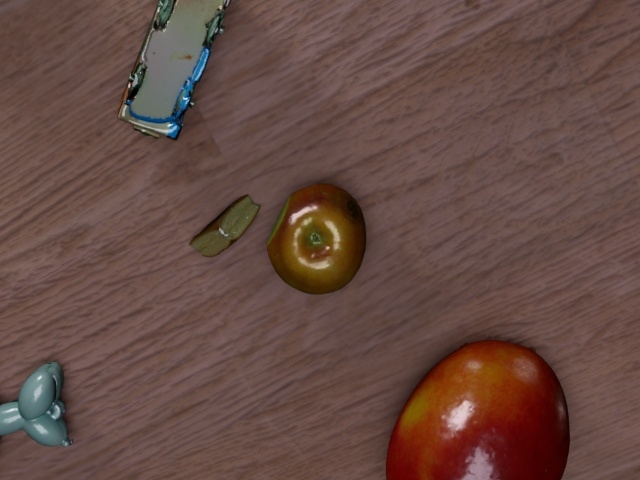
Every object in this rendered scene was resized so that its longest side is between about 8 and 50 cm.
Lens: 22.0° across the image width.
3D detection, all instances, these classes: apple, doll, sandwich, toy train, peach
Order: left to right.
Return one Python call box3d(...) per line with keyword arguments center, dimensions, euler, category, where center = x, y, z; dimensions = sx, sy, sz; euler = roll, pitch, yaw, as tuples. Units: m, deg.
box3d(center=(-0.343, 0.181, 1.756), dimensions=(0.158, 0.059, 0.159), euler=(-41, 97, 7), category="doll")
box3d(center=(-0.144, -0.194, 1.666), dimensions=(0.072, 0.099, 0.188), euler=(21, 99, -7), category="toy train")
box3d(center=(-0.100, -0.011, 1.729), dimensions=(0.083, 0.044, 0.031), euler=(-44, 103, 10), category="sandwich")
box3d(center=(0.000, 0.000, 1.701), dimensions=(0.099, 0.102, 0.114), euler=(29, 99, -4), category="apple")
box3d(center=(0.169, 0.212, 1.733), dimensions=(0.190, 0.226, 0.196), euler=(1, 142, 31), category="peach")
